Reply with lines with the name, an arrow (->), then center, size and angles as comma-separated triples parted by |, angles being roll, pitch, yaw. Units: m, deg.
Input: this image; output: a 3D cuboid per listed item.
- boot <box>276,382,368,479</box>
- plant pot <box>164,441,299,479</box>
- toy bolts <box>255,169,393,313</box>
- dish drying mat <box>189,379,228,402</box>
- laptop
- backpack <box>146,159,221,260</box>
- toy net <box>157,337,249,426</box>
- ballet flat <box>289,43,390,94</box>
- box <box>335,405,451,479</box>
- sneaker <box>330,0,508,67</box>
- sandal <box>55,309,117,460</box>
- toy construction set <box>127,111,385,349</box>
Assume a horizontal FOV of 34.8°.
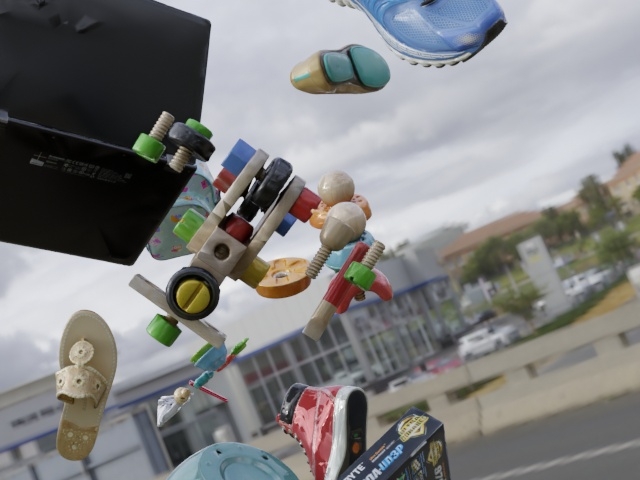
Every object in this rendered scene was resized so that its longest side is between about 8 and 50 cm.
boot -> -0.009, 0.371, 1.758 | 0.176, 0.244, 0.088 | -4, -14, 41
plant pot -> -0.152, 0.472, 1.644 | 0.293, 0.293, 0.235 | -11, -50, -58
toy bolts -> 0.000, 0.000, 1.554 | 0.218, 0.158, 0.228 | -17, 24, -15
dish drying mat -> -0.222, 0.299, 2.020 | 0.008, 0.083, 0.032 | -63, 11, -5
laptop -> -0.418, -0.200, 1.708 | 0.382, 0.236, 0.408 | 13, -50, -33
backpack -> -0.263, -0.064, 1.872 | 0.166, 0.188, 0.144 | -12, 32, 0
toy net -> -0.226, 0.247, 1.828 | 0.232, 0.045, 0.122 | -46, -6, 28
ballet flat -> 0.028, -0.257, 1.550 | 0.073, 0.080, 0.232 | -16, -2, 29
box -> 0.087, 0.336, 1.228 | 0.051, 0.220, 0.175 | 24, 50, 39
sneaker -> 0.095, -0.339, 1.300 | 0.130, 0.330, 0.147 | -45, -31, -14
sandal -> -0.353, 0.229, 1.520 | 0.088, 0.240, 0.079 | 7, 15, -11
toy construction set -> -0.092, 0.035, 1.201 | 0.237, 0.309, 0.257 | -59, 31, -8
